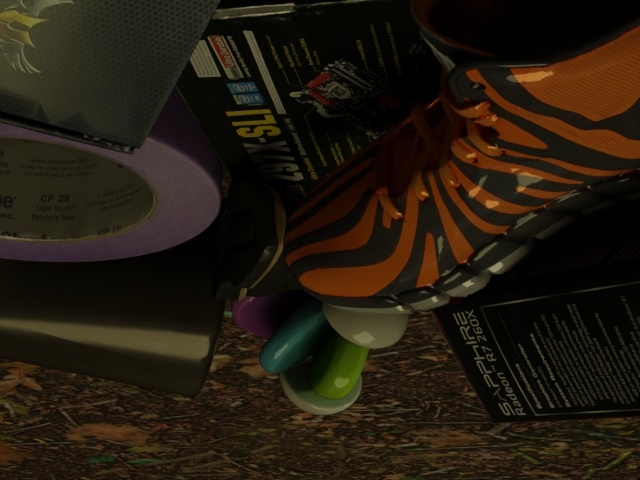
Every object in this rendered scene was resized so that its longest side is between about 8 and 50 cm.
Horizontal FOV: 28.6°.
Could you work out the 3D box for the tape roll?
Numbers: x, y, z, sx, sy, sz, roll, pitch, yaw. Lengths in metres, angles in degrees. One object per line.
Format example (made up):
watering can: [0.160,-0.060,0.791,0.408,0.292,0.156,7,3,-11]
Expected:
tape roll: [-0.205,-0.071,0.882,0.274,0.090,0.275,1,159,0]

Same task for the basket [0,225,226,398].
basket: [-0.210,0.047,1.120,0.226,0.154,0.204,10,157,-13]

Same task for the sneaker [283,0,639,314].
sneaker: [0.073,-0.069,0.653,0.321,0.125,0.180,-27,144,31]

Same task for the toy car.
toy car: [-0.010,0.050,1.078,0.136,0.182,0.159,14,138,-17]

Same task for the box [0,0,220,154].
box: [-0.114,-0.160,0.522,0.183,0.059,0.233,14,122,-35]

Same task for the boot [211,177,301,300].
boot: [0.000,0.000,0.893,0.137,0.077,0.198,1,173,-12]

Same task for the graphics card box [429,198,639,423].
graphics card box: [0.261,-0.004,0.666,0.232,0.094,0.371,-33,-171,-35]

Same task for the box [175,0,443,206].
box: [0.052,-0.103,0.808,0.257,0.079,0.322,-2,159,11]
